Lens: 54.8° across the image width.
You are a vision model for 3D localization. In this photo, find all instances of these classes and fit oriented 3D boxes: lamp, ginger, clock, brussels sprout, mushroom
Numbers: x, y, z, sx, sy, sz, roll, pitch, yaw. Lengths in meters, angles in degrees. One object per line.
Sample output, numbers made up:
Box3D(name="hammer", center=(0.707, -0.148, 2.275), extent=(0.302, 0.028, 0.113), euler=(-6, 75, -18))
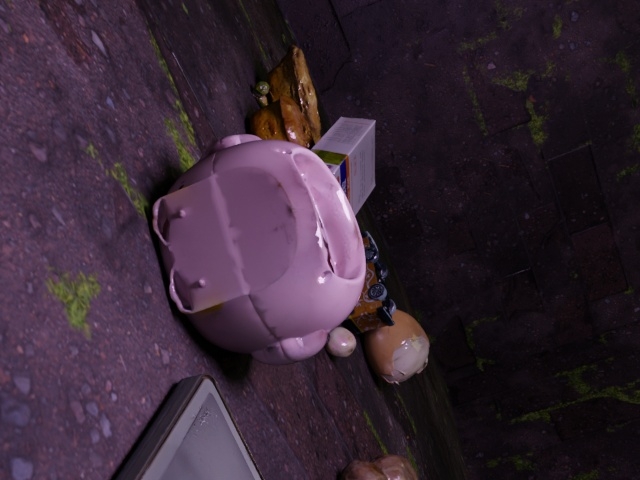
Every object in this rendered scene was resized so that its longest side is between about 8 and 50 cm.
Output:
Box3D(name="lamp", center=(-0.122, 0.318, 0.690), extent=(0.266, 0.047, 0.269), euler=(-69, 137, -74))
Box3D(name="ginger", center=(0.147, 0.565, 1.282), extent=(0.304, 0.155, 0.244), euler=(60, 19, -4))
Box3D(name="clock", center=(-0.062, 0.012, 1.003), extent=(0.376, 0.250, 0.368), euler=(28, 42, -72))
Box3D(name="brussels sprout", center=(-0.171, -0.424, 1.802), extent=(0.083, 0.051, 0.046), euler=(91, 25, -46))
Box3D(name="mushroom", center=(0.047, 0.256, 1.539), extent=(0.083, 0.067, 0.083), euler=(25, 31, -16))

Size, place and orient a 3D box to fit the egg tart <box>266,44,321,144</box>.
Box3D(name="egg tart", center=(-0.087, -0.424, 1.895), extent=(0.341, 0.129, 0.341), euler=(165, -90, -85))

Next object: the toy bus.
Box3D(name="toy bus", center=(0.119, 0.127, 1.857), extent=(0.138, 0.167, 0.275), euler=(53, 24, -53))

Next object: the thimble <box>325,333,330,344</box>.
Box3D(name="thimble", center=(-0.021, 0.184, 1.352), extent=(0.104, 0.066, 0.095), euler=(-82, 151, -66))

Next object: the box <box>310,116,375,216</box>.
Box3D(name="box", center=(0.047, -0.162, 1.565), extent=(0.299, 0.106, 0.200), euler=(-56, 150, -48))

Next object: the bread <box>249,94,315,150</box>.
Box3D(name="bread", center=(-0.088, -0.254, 1.632), extent=(0.268, 0.145, 0.268), euler=(-18, 90, -82))

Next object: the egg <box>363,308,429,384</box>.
Box3D(name="egg", center=(0.234, 0.325, 1.946), extent=(0.244, 0.201, 0.201), euler=(64, 8, 28))
